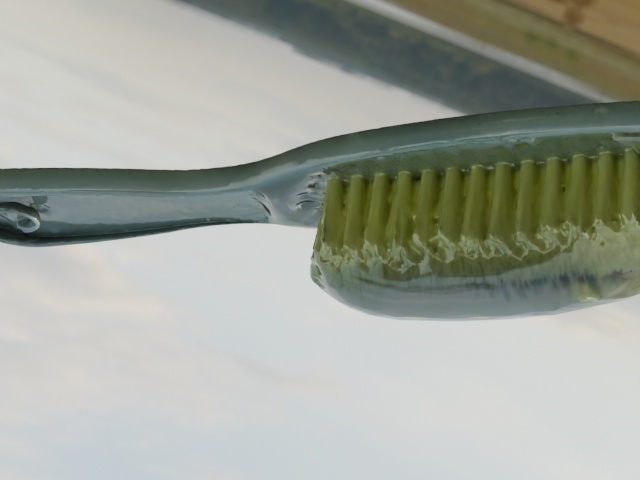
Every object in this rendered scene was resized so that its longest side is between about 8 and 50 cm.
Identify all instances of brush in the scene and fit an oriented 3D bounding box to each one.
[{"bbox_3d":[0.000,0.000,0.570,0.296,0.060,0.068,-3,155,24],"label":"brush"}]
